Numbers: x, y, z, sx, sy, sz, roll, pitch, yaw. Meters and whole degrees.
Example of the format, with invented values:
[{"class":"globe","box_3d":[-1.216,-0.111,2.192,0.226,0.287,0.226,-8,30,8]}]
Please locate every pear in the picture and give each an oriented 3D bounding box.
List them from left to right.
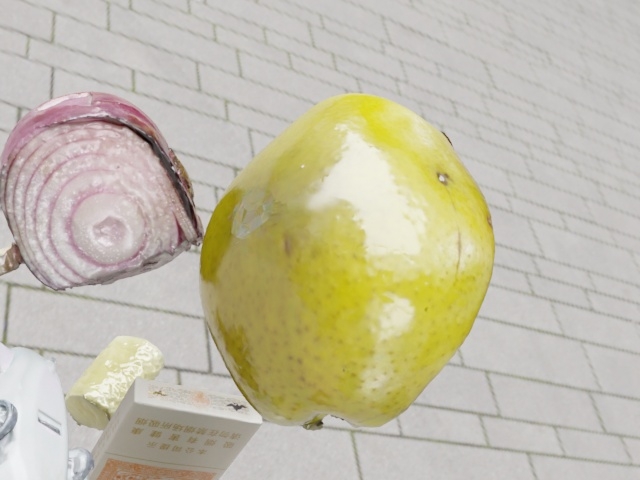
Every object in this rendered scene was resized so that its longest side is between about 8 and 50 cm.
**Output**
[{"class":"pear","box_3d":[0.000,0.000,0.882,0.191,0.340,0.387,33,56,-45]}]

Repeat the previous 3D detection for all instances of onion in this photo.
[{"class":"onion","box_3d":[-0.283,-0.061,1.025,0.272,0.257,0.230,3,13,-12]}]

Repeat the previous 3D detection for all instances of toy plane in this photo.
[{"class":"toy plane","box_3d":[-0.354,0.226,0.936,0.252,0.118,0.252,60,7,-13]}]

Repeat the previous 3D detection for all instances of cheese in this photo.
[{"class":"cheese","box_3d":[-0.374,0.256,1.463,0.167,0.123,0.094,-54,131,-44]}]

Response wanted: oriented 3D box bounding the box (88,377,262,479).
[{"class":"box","box_3d":[-0.261,0.357,1.274,0.204,0.365,0.051,16,39,-26]}]
